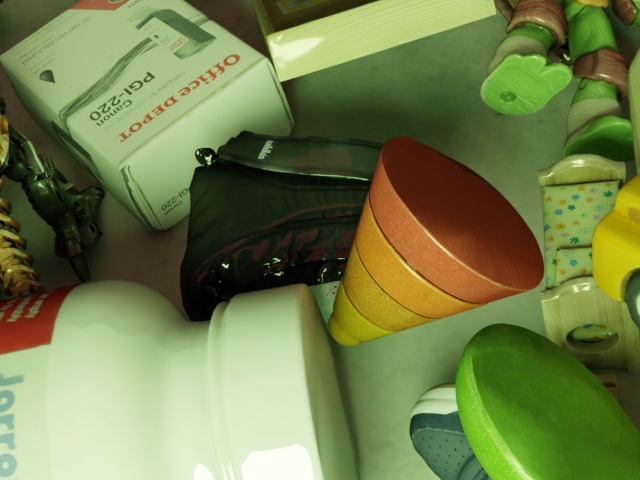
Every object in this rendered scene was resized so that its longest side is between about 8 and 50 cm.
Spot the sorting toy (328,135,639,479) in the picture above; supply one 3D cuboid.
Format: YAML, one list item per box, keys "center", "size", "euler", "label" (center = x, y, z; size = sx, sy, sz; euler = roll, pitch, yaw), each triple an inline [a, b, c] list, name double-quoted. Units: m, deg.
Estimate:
- center: [0.082, 0.110, 0.610]
  size: [0.126, 0.127, 0.365]
  euler: [-47, 44, 29]
  label: "sorting toy"

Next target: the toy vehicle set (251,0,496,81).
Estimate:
- center: [0.030, -0.197, 0.942]
  size: [0.166, 0.035, 0.267]
  euler: [-17, 20, 0]
  label: "toy vehicle set"

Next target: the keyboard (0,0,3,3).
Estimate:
- center: [-0.453, -0.163, 1.123]
  size: [0.317, 0.033, 0.201]
  euler: [-34, 22, -10]
  label: "keyboard"

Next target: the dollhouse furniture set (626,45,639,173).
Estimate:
- center: [0.341, -0.108, 0.722]
  size: [0.242, 0.161, 0.212]
  euler: [10, 51, -4]
  label: "dollhouse furniture set"

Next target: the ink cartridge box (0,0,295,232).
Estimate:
- center: [-0.152, -0.127, 0.993]
  size: [0.159, 0.092, 0.218]
  euler: [-39, 53, -15]
  label: "ink cartridge box"

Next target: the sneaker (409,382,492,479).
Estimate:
- center: [0.132, 0.197, 0.627]
  size: [0.282, 0.099, 0.153]
  euler: [29, 63, 31]
  label: "sneaker"

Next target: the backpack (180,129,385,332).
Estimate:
- center: [0.000, 0.000, 0.823]
  size: [0.182, 0.115, 0.151]
  euler: [-7, 61, 11]
  label: "backpack"

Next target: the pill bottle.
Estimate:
- center: [-0.189, 0.151, 0.679]
  size: [0.408, 0.229, 0.229]
  euler: [-12, 49, 6]
  label: "pill bottle"

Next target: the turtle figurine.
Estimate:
- center: [0.231, -0.205, 0.866]
  size: [0.275, 0.197, 0.266]
  euler: [1, 57, 23]
  label: "turtle figurine"

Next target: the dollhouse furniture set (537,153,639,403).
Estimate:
- center: [0.224, 0.040, 0.725]
  size: [0.161, 0.101, 0.181]
  euler: [-5, 50, 14]
  label: "dollhouse furniture set"

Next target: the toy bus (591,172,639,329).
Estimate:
- center: [0.298, 0.031, 0.573]
  size: [0.108, 0.130, 0.333]
  euler: [-31, 43, -27]
  label: "toy bus"

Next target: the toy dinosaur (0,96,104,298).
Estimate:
- center: [-0.282, -0.046, 0.877]
  size: [0.164, 0.218, 0.322]
  euler: [-18, 43, 5]
  label: "toy dinosaur"
